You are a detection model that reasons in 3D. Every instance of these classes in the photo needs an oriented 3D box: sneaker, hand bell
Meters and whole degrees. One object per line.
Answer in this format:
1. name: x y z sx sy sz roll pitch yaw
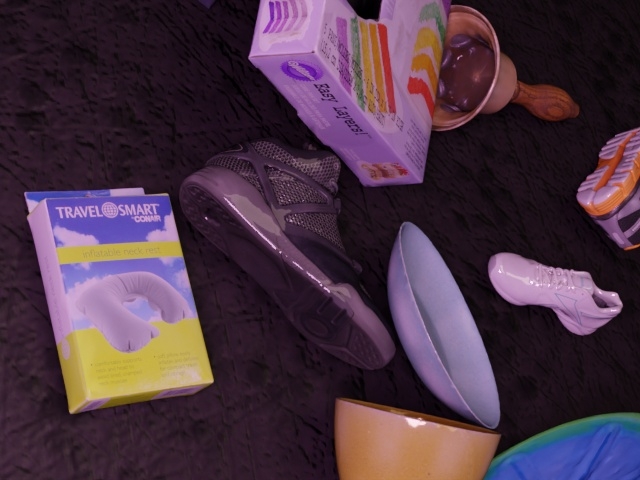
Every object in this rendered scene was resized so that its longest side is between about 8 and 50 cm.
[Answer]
1. sneaker: 0.000 0.000 0.929 0.227 0.087 0.130 45 55 0
2. sneaker: 0.235 0.044 1.090 0.152 0.061 0.054 23 57 -22
3. sneaker: 0.359 -0.069 1.231 0.215 0.084 0.083 -43 108 -38
4. hand bell: 0.205 -0.162 1.167 0.242 0.126 0.126 6 63 -46

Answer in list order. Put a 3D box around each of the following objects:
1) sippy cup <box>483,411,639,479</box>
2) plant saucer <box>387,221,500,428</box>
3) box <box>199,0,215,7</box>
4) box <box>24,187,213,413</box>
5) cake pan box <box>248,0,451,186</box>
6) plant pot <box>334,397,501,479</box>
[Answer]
1. sippy cup: 0.225 0.292 0.861 0.224 0.305 0.240 60 4 -8
2. plant saucer: 0.099 0.078 0.954 0.195 0.037 0.195 56 18 -29
3. box: -0.109 -0.321 0.973 0.156 0.158 0.093 36 50 -14
4. box: -0.154 0.035 0.833 0.109 0.042 0.178 -4 70 -37
5. cake pan box: 0.037 -0.210 0.962 0.267 0.070 0.246 43 52 -57
6. plant pot: 0.068 0.185 0.866 0.134 0.134 0.095 15 83 -28
